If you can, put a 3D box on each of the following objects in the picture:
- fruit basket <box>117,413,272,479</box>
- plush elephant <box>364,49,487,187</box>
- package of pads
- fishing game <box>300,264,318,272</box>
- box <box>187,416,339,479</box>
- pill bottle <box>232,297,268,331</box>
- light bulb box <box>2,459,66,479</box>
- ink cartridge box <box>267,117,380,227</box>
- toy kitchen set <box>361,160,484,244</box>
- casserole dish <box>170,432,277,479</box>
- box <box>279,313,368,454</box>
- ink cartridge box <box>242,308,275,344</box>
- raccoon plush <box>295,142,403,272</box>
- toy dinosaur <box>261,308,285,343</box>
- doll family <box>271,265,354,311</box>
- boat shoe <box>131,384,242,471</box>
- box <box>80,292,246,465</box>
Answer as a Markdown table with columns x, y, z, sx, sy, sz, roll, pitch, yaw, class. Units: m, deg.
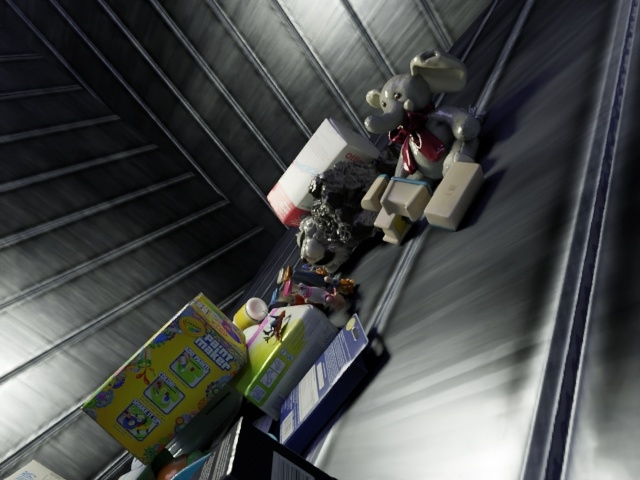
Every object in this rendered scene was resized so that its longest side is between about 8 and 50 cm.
| x | y | z | sx | sy | sz | roll | pitch | yaw | class |
| --- | --- | --- | --- | --- | --- | --- | --- | --- | --- |
| -0.259 | 0.466 | 0.757 | 0.353 | 0.165 | 0.327 | -40 | 1 | 11 | fruit basket |
| 0.216 | -0.261 | 0.924 | 0.330 | 0.255 | 0.272 | -56 | 9 | -23 | plush elephant |
| -0.096 | 0.259 | 0.933 | 0.229 | 0.101 | 0.296 | -52 | 11 | -22 | package of pads |
| 0.029 | 0.015 | 1.335 | 0.264 | 0.041 | 0.189 | -50 | -24 | 12 | fishing game |
| -0.077 | 0.316 | 0.452 | 0.158 | 0.155 | 0.093 | -51 | 10 | 8 | box |
| -0.311 | 0.333 | 1.773 | 0.184 | 0.103 | 0.103 | -45 | 11 | 37 | pill bottle |
| -0.594 | 0.703 | 0.901 | 0.225 | 0.361 | 0.358 | -57 | 9 | -31 | light bulb box |
| 0.023 | -0.179 | 1.236 | 0.226 | 0.131 | 0.306 | 11 | -50 | -48 | ink cartridge box |
| 0.210 | -0.064 | 0.815 | 0.207 | 0.166 | 0.122 | 20 | 68 | 42 | toy kitchen set |
| -0.147 | 0.368 | 0.632 | 0.188 | 0.037 | 0.114 | -22 | 13 | -27 | casserole dish |
| 0.011 | 0.239 | 0.697 | 0.225 | 0.036 | 0.136 | -53 | 9 | 6 | box |
| -0.253 | 0.351 | 1.575 | 0.225 | 0.056 | 0.181 | -55 | 9 | -8 | ink cartridge box |
| 0.125 | -0.074 | 1.174 | 0.445 | 0.216 | 0.299 | -23 | -20 | -23 | raccoon plush |
| -0.087 | 0.177 | 0.857 | 0.090 | 0.047 | 0.082 | 14 | 39 | 36 | toy dinosaur |
| -0.011 | 0.106 | 0.981 | 0.263 | 0.163 | 0.119 | 141 | 142 | -70 | doll family |
| -0.316 | 0.489 | 1.033 | 0.302 | 0.109 | 0.094 | -33 | -41 | -30 | boat shoe |
| -0.331 | 0.289 | 0.952 | 0.279 | 0.177 | 0.290 | -45 | 6 | -9 | box |
